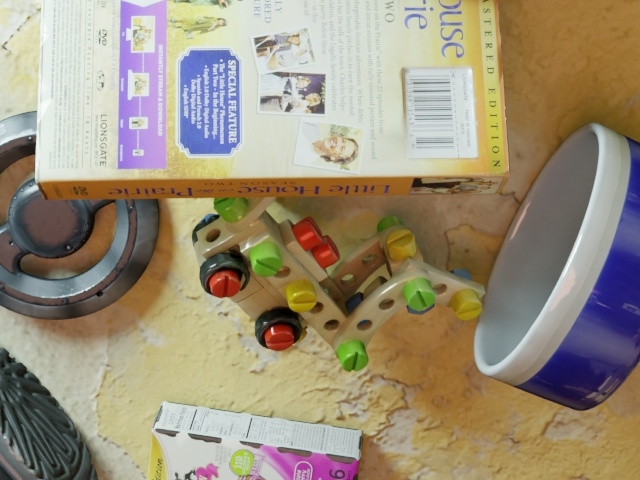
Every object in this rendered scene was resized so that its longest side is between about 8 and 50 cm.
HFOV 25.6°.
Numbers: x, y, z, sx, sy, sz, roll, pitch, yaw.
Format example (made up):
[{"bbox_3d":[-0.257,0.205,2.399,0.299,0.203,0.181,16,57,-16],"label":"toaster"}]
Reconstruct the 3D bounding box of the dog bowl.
[{"bbox_3d":[0.252,0.026,1.358,0.104,0.265,0.264,23,111,-7],"label":"dog bowl"}]

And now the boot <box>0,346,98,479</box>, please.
[{"bbox_3d":[-0.520,0.276,1.580,0.445,0.146,0.367,-37,98,14],"label":"boot"}]

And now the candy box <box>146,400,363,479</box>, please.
[{"bbox_3d":[-0.078,0.280,1.585,0.234,0.071,0.159,8,112,2],"label":"candy box"}]

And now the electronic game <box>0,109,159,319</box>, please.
[{"bbox_3d":[-0.286,-0.026,1.499,0.229,0.048,0.229,0,105,-1],"label":"electronic game"}]

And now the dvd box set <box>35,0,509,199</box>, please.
[{"bbox_3d":[-0.045,-0.190,1.298,0.421,0.062,0.307,-2,74,-3],"label":"dvd box set"}]

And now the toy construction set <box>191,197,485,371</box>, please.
[{"bbox_3d":[0.000,0.000,1.395,0.215,0.151,0.327,-30,119,12],"label":"toy construction set"}]
